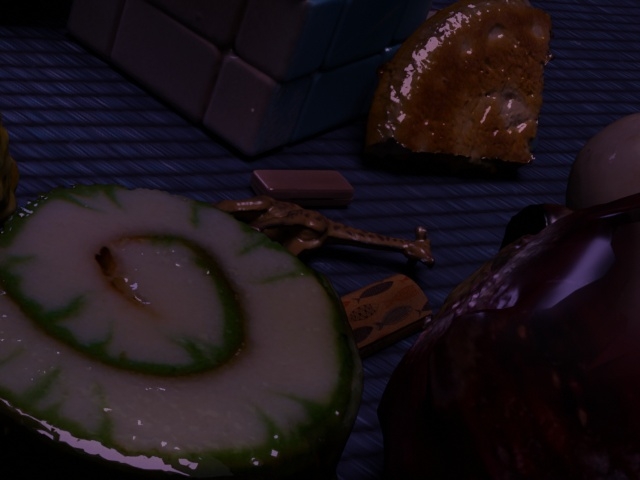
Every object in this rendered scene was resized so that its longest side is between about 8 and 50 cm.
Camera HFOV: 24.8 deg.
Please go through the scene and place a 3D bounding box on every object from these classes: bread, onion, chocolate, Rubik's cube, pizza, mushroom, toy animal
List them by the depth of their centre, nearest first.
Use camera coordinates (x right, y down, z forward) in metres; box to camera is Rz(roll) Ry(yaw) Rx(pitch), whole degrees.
[{"bbox_3d":[0.269,0.176,1.149,0.398,0.398,0.420,-25,83,-51],"label":"onion"},{"bbox_3d":[-0.155,0.102,1.172,0.382,0.129,0.366,2,37,-28],"label":"bread"},{"bbox_3d":[-0.006,-0.004,1.495,0.275,0.054,0.149,1,21,-45],"label":"toy animal"},{"bbox_3d":[0.259,0.028,1.550,0.133,0.127,0.124,17,12,-25],"label":"chocolate"},{"bbox_3d":[0.388,-0.055,1.714,0.206,0.206,0.209,19,9,-4],"label":"mushroom"},{"bbox_3d":[-0.061,-0.333,1.731,0.319,0.316,0.322,35,32,22],"label":"Rubik's cube"},{"bbox_3d":[0.183,-0.174,1.799,0.335,0.226,0.086,-43,21,-29],"label":"pizza"}]

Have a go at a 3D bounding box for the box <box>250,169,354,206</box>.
[{"bbox_3d":[-0.020,-0.058,1.606,0.115,0.025,0.048,-1,32,-33],"label":"box"}]

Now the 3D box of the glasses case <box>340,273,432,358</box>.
[{"bbox_3d":[0.038,0.077,1.416,0.064,0.041,0.170,38,34,24],"label":"glasses case"}]

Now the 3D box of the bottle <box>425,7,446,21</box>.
[{"bbox_3d":[0.188,-0.257,1.958,0.253,0.120,0.120,-14,46,-45],"label":"bottle"}]

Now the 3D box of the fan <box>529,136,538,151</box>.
[{"bbox_3d":[0.217,-0.141,1.902,0.113,0.005,0.175,38,33,25],"label":"fan"}]

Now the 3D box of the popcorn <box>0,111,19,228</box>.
[{"bbox_3d":[-0.375,-0.066,1.197,0.224,0.270,0.258,65,29,-12],"label":"popcorn"}]
